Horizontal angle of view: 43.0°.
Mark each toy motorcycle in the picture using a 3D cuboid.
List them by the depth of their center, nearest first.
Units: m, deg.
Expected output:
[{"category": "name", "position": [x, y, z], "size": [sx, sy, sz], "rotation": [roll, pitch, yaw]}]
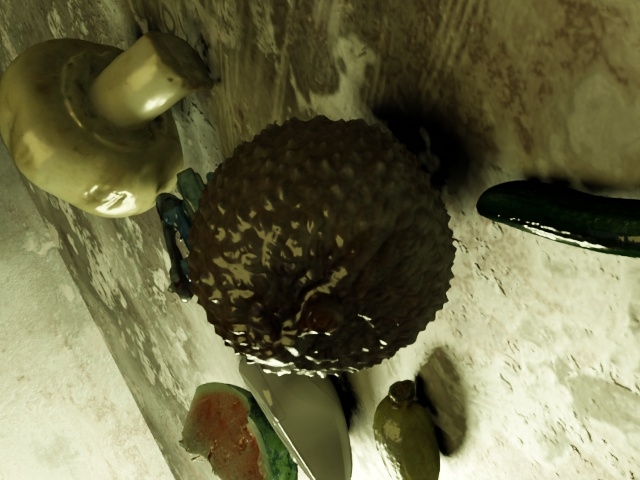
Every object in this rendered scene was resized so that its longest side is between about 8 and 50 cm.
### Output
[{"category": "toy motorcycle", "position": [-0.117, 0.030, 1.256], "size": [0.182, 0.241, 0.319], "rotation": [-32, 78, 23]}]

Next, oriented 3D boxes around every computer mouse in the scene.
[{"category": "computer mouse", "position": [-0.024, 0.280, 1.334], "size": [0.184, 0.121, 0.296], "rotation": [25, 149, 60]}]

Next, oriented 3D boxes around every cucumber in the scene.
[{"category": "cucumber", "position": [0.228, -0.018, 0.682], "size": [0.284, 0.056, 0.056], "rotation": [13, 126, 55]}]

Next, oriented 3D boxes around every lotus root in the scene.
[{"category": "lotus root", "position": [0.115, 0.272, 1.119], "size": [0.090, 0.077, 0.183], "rotation": [25, 137, 50]}]

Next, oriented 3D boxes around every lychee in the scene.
[{"category": "lychee", "position": [0.005, 0.002, 0.867], "size": [0.300, 0.300, 0.300], "rotation": [41, 146, 36]}]

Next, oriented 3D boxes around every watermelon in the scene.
[{"category": "watermelon", "position": [-0.138, 0.407, 1.579], "size": [0.305, 0.180, 0.224], "rotation": [25, 149, 48]}]

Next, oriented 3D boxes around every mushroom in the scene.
[{"category": "mushroom", "position": [-0.318, -0.211, 1.272], "size": [0.336, 0.314, 0.314], "rotation": [-30, 88, 34]}]
